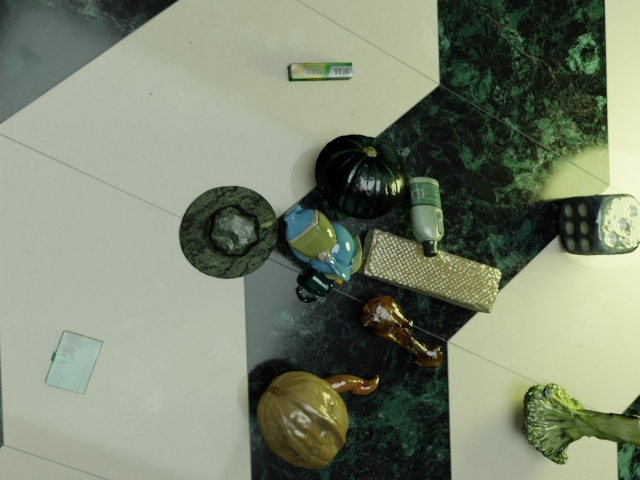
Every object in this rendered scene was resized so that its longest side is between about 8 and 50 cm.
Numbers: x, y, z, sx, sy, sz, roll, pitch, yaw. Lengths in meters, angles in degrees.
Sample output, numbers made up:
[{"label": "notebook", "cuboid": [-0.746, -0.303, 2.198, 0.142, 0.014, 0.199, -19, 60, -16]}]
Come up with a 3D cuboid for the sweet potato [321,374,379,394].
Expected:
[{"label": "sweet potato", "cuboid": [0.066, 0.393, 1.916, 0.202, 0.058, 0.055, 4, 78, -17]}]

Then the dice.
[{"label": "dice", "cuboid": [0.839, -0.048, 2.109, 0.183, 0.181, 0.183, -3, 91, -21]}]

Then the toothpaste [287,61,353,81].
[{"label": "toothpaste", "cuboid": [0.000, -0.457, 1.902, 0.178, 0.037, 0.043, -6, 91, -18]}]

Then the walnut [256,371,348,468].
[{"label": "walnut", "cuboid": [-0.040, 0.457, 1.795, 0.261, 0.225, 0.225, 44, 77, -23]}]

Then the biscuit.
[{"label": "biscuit", "cuboid": [0.315, 0.087, 1.988, 0.425, 0.078, 0.144, 19, 83, -18]}]

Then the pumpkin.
[{"label": "pumpkin", "cuboid": [0.099, -0.147, 1.860, 0.247, 0.248, 0.248, 0, 90, -19]}]

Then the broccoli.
[{"label": "broccoli", "cuboid": [0.767, 0.529, 2.007, 0.221, 0.361, 0.252, -54, 138, -28]}]

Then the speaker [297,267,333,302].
[{"label": "speaker", "cuboid": [-0.016, 0.125, 1.885, 0.075, 0.060, 0.094, 38, 79, -14]}]

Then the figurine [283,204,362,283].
[{"label": "figurine", "cuboid": [0.003, -0.002, 1.830, 0.262, 0.180, 0.154, 44, 83, -22]}]

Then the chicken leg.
[{"label": "chicken leg", "cuboid": [0.227, 0.264, 1.962, 0.113, 0.093, 0.304, -45, 112, 5]}]

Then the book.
[{"label": "book", "cuboid": [-0.602, 0.296, 1.710, 0.103, 0.017, 0.135, 21, 83, -18]}]

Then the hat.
[{"label": "hat", "cuboid": [-0.222, -0.023, 1.783, 0.265, 0.128, 0.266, 0, 89, -15]}]

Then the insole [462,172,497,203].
[{"label": "insole", "cuboid": [0.472, -0.155, 2.080, 0.135, 0.002, 0.045, 34, 79, -16]}]

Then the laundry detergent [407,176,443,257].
[{"label": "laundry detergent", "cuboid": [0.294, -0.062, 1.945, 0.099, 0.070, 0.226, 11, 63, -32]}]
